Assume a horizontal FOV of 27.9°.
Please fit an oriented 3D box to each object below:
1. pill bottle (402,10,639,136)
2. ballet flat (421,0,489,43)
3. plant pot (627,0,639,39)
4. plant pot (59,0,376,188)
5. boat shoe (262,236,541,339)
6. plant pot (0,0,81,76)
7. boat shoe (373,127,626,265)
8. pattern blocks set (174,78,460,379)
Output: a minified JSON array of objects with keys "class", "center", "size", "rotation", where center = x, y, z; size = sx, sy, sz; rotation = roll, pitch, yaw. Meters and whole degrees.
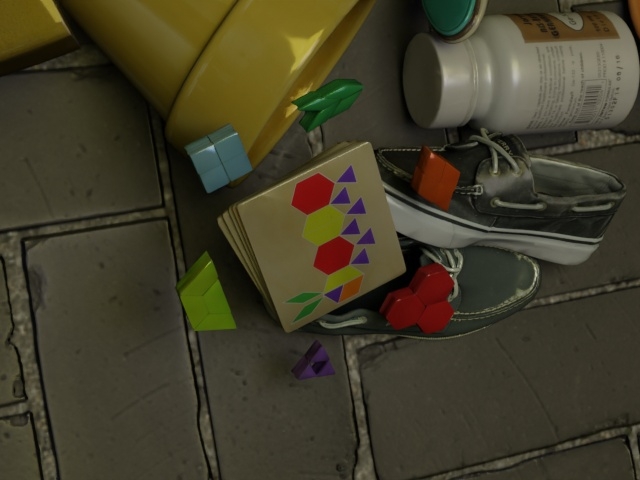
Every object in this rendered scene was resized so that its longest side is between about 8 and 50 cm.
[{"class":"pill bottle","center":[0.212,-0.178,1.384],"size":[0.229,0.131,0.131],"rotation":[-6,90,-19]},{"class":"ballet flat","center":[0.142,-0.297,1.351],"size":[0.086,0.086,0.248],"rotation":[1,57,-21]},{"class":"plant pot","center":[0.521,-0.300,1.445],"size":[0.203,0.291,0.291],"rotation":[11,84,-37]},{"class":"plant pot","center":[-0.106,-0.216,1.219],"size":[0.239,0.254,0.254],"rotation":[36,76,0]},{"class":"boat shoe","center":[0.103,0.050,1.351],"size":[0.319,0.099,0.116],"rotation":[-2,89,-21]},{"class":"plant pot","center":[-0.351,-0.229,1.146],"size":[0.187,0.212,0.212],"rotation":[-28,98,-4]},{"class":"boat shoe","center":[0.175,-0.063,1.349],"size":[0.335,0.121,0.119],"rotation":[8,125,-33]},{"class":"pattern blocks set","center":[0.000,0.000,1.197],"size":[0.285,0.026,0.325],"rotation":[-21,131,-15]}]
